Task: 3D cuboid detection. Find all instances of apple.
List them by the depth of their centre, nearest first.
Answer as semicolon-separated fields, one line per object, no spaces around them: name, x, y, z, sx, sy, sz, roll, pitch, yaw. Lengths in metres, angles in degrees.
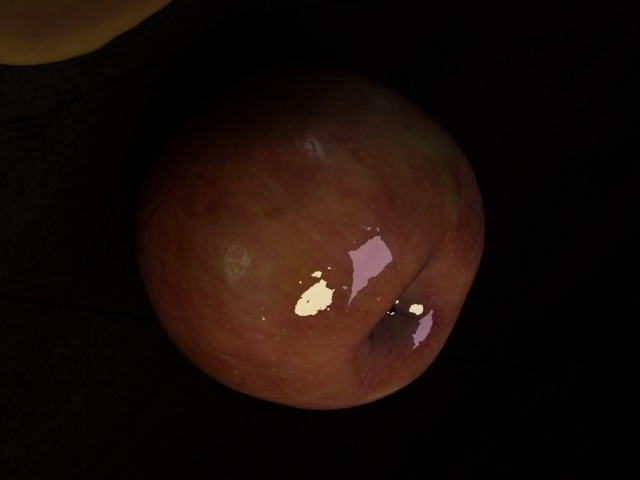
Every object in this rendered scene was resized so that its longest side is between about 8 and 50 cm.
apple;0.000;0.000;1.044;0.306;0.235;0.305;-34;143;-30

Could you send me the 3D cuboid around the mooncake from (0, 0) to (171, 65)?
mooncake;-0.175;-0.244;0.675;0.284;0.155;0.284;-31;139;-32
